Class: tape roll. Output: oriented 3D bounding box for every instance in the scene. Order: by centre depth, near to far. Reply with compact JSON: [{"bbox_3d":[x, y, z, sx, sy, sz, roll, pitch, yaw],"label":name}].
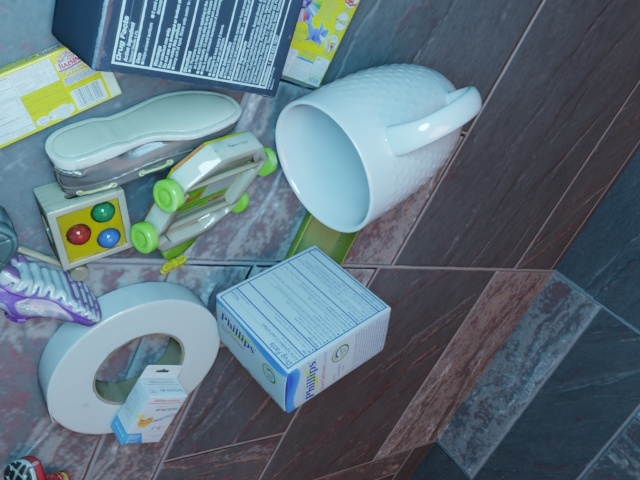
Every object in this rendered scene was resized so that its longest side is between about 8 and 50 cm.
[{"bbox_3d":[-0.408,0.262,1.349,0.392,0.072,0.392,-25,139,-24],"label":"tape roll"}]

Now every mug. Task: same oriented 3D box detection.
[{"bbox_3d":[0.146,-0.213,1.199,0.328,0.374,0.276,-33,104,-28],"label":"mug"}]

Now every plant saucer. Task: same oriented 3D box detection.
[{"bbox_3d":[0.000,0.000,1.510,0.188,0.045,0.188,3,121,-45],"label":"plant saucer"}]

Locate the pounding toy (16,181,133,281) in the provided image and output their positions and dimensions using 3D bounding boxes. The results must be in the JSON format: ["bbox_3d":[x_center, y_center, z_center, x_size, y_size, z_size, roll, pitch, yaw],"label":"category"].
[{"bbox_3d":[-0.426,0.004,1.073,0.181,0.094,0.206,-23,137,-27],"label":"pounding toy"}]

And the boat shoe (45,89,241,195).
[{"bbox_3d":[-0.286,-0.164,1.038,0.324,0.116,0.096,-24,147,-25],"label":"boat shoe"}]

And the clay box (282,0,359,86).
[{"bbox_3d":[-0.012,-0.403,1.119,0.127,0.053,0.222,6,119,-46],"label":"clay box"}]

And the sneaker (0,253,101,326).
[{"bbox_3d":[-0.506,0.106,1.103,0.104,0.095,0.236,-45,137,7],"label":"sneaker"}]

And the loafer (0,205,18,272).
[{"bbox_3d":[-0.579,0.053,0.987,0.267,0.084,0.096,-42,136,12],"label":"loafer"}]

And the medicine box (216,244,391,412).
[{"bbox_3d":[-0.040,0.184,1.370,0.289,0.263,0.149,-27,139,-29],"label":"medicine box"}]

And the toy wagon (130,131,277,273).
[{"bbox_3d":[-0.233,-0.060,1.150,0.267,0.068,0.344,-30,167,-50],"label":"toy wagon"}]

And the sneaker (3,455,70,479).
[{"bbox_3d":[-0.637,0.565,1.417,0.118,0.107,0.279,-38,150,-41],"label":"sneaker"}]

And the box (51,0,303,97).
[{"bbox_3d":[-0.184,-0.383,0.860,0.294,0.183,0.296,-3,121,-43],"label":"box"}]

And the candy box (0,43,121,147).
[{"bbox_3d":[-0.414,-0.227,0.925,0.206,0.027,0.105,-31,137,-19],"label":"candy box"}]

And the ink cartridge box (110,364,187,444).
[{"bbox_3d":[-0.372,0.364,1.367,0.104,0.061,0.181,14,114,-49],"label":"ink cartridge box"}]
